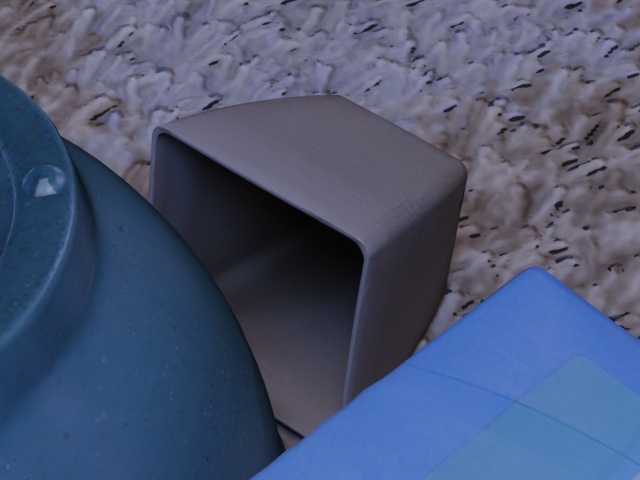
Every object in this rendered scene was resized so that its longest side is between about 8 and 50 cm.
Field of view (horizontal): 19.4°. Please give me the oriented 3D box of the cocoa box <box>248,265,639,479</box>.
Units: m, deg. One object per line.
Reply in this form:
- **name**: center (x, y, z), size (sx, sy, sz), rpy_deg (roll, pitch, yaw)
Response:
- **cocoa box**: center (0.014, 0.222, 0.477), size (0.347, 0.228, 0.231), rpy_deg (-35, 55, -26)

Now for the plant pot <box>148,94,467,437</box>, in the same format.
- **plant pot**: center (0.000, 0.000, 0.771), size (0.109, 0.109, 0.096), rpy_deg (30, 43, 26)

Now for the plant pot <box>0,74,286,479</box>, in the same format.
- **plant pot**: center (-0.154, 0.058, 0.627), size (0.293, 0.196, 0.293), rpy_deg (-1, 47, 1)
